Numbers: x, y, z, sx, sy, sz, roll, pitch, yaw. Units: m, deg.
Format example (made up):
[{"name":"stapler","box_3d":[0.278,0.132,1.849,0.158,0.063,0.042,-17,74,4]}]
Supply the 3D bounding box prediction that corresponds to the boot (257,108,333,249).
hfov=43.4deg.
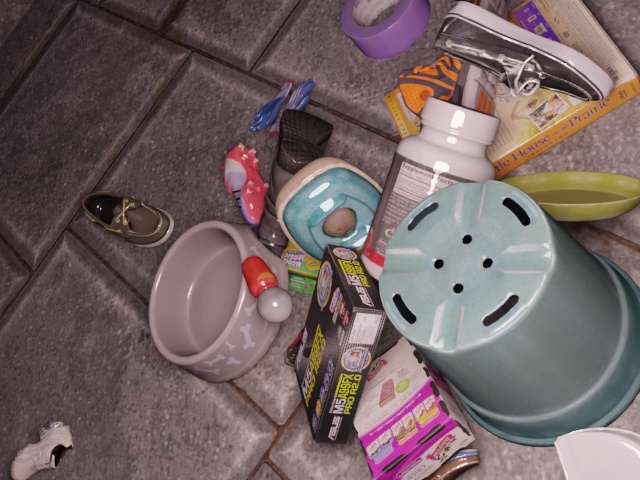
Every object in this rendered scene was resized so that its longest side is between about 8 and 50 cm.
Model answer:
[{"name":"boot","box_3d":[-0.069,-0.137,1.706,0.338,0.118,0.222,-70,0,-63]}]

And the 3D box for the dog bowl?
[{"name":"dog bowl","box_3d":[-0.226,0.116,1.676,0.349,0.102,0.348,-19,60,37]}]

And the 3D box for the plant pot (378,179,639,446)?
[{"name":"plant pot","box_3d":[0.274,0.094,1.188,0.341,0.334,0.341,-18,54,28]}]

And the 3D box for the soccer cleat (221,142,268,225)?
[{"name":"soccer cleat","box_3d":[-0.171,-0.114,1.827,0.095,0.083,0.248,-46,44,31]}]

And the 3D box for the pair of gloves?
[{"name":"pair of gloves","box_3d":[-0.090,-0.313,1.876,0.159,0.023,0.198,-56,29,-9]}]

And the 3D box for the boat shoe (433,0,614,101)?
[{"name":"boat shoe","box_3d":[0.340,-0.295,1.369,0.306,0.113,0.104,28,88,2]}]

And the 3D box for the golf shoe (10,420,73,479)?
[{"name":"golf shoe","box_3d":[-0.631,0.494,1.823,0.176,0.069,0.086,-48,53,5]}]

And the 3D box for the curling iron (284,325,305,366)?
[{"name":"curling iron","box_3d":[0.026,0.137,1.557,0.068,0.035,0.274,34,84,26]}]

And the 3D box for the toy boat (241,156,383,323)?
[{"name":"toy boat","box_3d":[-0.008,0.009,1.475,0.318,0.267,0.148,-43,49,11]}]

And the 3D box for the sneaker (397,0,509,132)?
[{"name":"sneaker","box_3d":[0.244,-0.343,1.520,0.180,0.125,0.321,2,67,36]}]

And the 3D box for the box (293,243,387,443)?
[{"name":"box","box_3d":[0.026,0.175,1.374,0.216,0.060,0.270,-113,34,-59]}]

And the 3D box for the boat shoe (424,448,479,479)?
[{"name":"boat shoe","box_3d":[0.181,0.390,1.277,0.183,0.066,0.066,-34,60,21]}]

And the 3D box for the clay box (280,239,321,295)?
[{"name":"clay box","box_3d":[0.000,0.000,1.640,0.128,0.053,0.222,10,71,41]}]

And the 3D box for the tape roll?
[{"name":"tape roll","box_3d":[0.146,-0.509,1.808,0.189,0.080,0.188,-18,56,27]}]

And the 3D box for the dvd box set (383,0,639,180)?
[{"name":"dvd box set","box_3d":[0.348,-0.278,1.535,0.420,0.062,0.307,-33,50,17]}]

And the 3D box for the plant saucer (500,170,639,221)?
[{"name":"plant saucer","box_3d":[0.402,-0.071,1.297,0.241,0.241,0.037,9,110,40]}]

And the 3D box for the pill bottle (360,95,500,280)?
[{"name":"pill bottle","box_3d":[0.195,-0.077,1.383,0.176,0.176,0.318,31,108,43]}]

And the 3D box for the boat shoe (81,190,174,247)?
[{"name":"boat shoe","box_3d":[-0.487,-0.058,2.013,0.305,0.091,0.109,14,74,41]}]

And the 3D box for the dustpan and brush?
[{"name":"dustpan and brush","box_3d":[0.454,0.318,1.121,0.211,0.060,0.147,-27,63,30]}]

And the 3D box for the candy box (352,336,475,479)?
[{"name":"candy box","box_3d":[0.136,0.280,1.315,0.159,0.071,0.233,-41,28,11]}]

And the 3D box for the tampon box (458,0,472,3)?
[{"name":"tampon box","box_3d":[0.315,-0.582,1.707,0.120,0.101,0.161,-54,46,-2]}]
